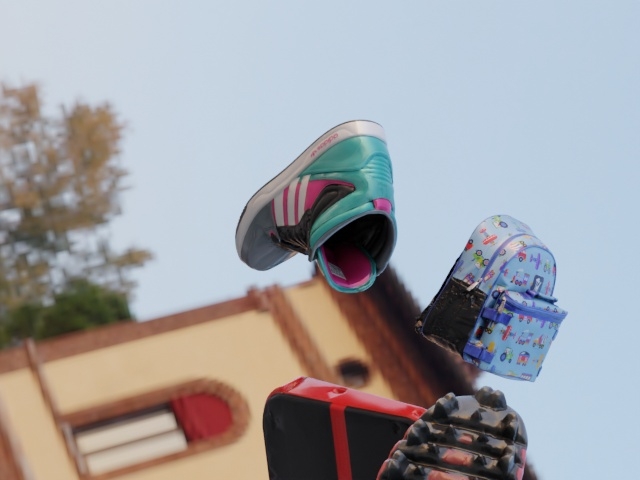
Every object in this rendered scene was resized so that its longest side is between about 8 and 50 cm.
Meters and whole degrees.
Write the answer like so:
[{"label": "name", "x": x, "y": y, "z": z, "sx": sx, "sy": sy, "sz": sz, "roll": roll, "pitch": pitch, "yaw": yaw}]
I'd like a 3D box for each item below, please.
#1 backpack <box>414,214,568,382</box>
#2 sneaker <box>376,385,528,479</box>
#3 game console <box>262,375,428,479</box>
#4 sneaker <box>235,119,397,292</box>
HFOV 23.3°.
[{"label": "backpack", "x": 0.218, "y": 0.065, "z": 1.830, "sx": 0.117, "sy": 0.158, "sz": 0.173, "roll": 28, "pitch": -87, "yaw": 41}, {"label": "sneaker", "x": 0.076, "y": 0.236, "z": 1.092, "sx": 0.097, "sy": 0.276, "sz": 0.135, "roll": 13, "pitch": -33, "yaw": 18}, {"label": "game console", "x": 0.056, "y": 0.368, "z": 1.879, "sx": 0.342, "sy": 0.060, "sz": 0.387, "roll": 5, "pitch": -75, "yaw": 53}, {"label": "sneaker", "x": 0.000, "y": 0.000, "z": 1.984, "sx": 0.295, "sy": 0.123, "sz": 0.178, "roll": -45, "pitch": -135, "yaw": 40}]
